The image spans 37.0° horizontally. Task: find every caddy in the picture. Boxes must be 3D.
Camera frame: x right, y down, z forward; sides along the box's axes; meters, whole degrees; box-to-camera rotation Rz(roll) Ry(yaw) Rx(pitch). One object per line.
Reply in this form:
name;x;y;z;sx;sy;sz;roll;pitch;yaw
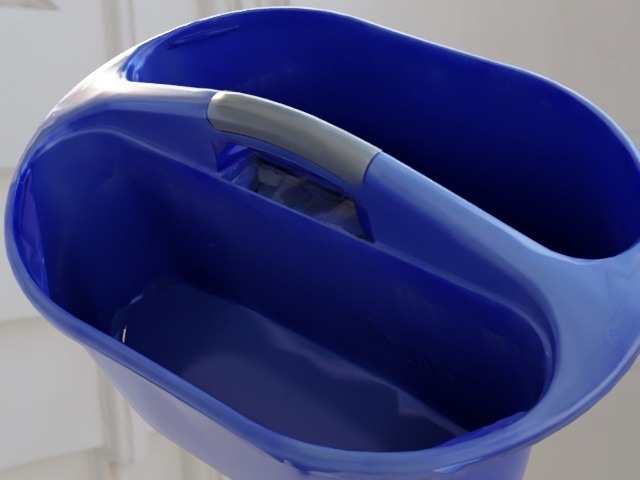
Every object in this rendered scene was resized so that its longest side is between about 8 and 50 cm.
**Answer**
caddy;0.000;0.000;0.493;0.341;0.241;0.179;24;-31;28
